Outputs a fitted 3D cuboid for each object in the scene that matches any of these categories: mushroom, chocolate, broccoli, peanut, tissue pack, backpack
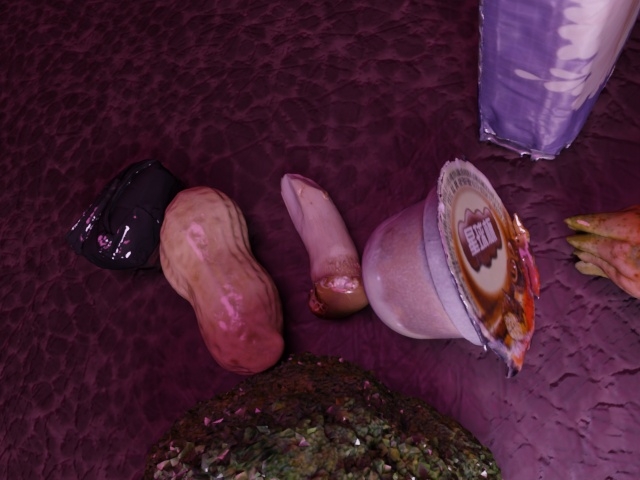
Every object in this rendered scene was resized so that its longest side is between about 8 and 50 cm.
[{"bbox_3d":[0.000,0.000,0.624,0.071,0.084,0.209,-5,55,-24],"label":"mushroom"},{"bbox_3d":[0.123,0.037,0.524,0.147,0.221,0.221,-27,61,40],"label":"chocolate"},{"bbox_3d":[-0.014,0.265,0.389,0.413,0.321,0.310,34,102,37],"label":"broccoli"},{"bbox_3d":[-0.125,0.049,0.626,0.123,0.123,0.257,-29,68,8],"label":"peanut"},{"bbox_3d":[0.242,-0.261,0.471,0.125,0.344,0.242,26,81,24],"label":"tissue pack"},{"bbox_3d":[-0.261,-0.033,0.709,0.120,0.106,0.165,1,53,43],"label":"backpack"}]

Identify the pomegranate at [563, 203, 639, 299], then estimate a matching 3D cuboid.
[{"bbox_3d":[0.363,0.029,0.419,0.276,0.222,0.204,-33,66,43],"label":"pomegranate"}]
